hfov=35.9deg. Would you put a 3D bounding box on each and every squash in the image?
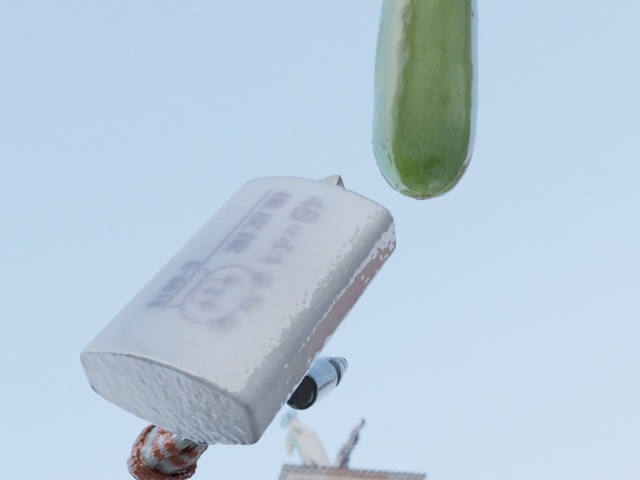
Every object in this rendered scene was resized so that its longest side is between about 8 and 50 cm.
[{"bbox_3d":[0.115,-0.226,1.076,0.118,0.118,0.371,5,-99,-19],"label":"squash"}]

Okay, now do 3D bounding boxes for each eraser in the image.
[{"bbox_3d":[-0.064,0.052,0.891,0.174,0.270,0.095,13,-49,27],"label":"eraser"}]

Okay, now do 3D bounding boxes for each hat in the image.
[{"bbox_3d":[-0.202,0.291,1.453,0.112,0.094,0.162,11,-39,-43],"label":"hat"}]

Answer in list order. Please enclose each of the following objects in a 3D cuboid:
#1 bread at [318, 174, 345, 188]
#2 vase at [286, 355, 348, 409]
[{"bbox_3d":[-0.011,-0.015,1.398,0.077,0.152,0.105,-18,-77,30],"label":"bread"},{"bbox_3d":[0.000,0.208,1.502,0.060,0.211,0.060,1,-87,18],"label":"vase"}]
